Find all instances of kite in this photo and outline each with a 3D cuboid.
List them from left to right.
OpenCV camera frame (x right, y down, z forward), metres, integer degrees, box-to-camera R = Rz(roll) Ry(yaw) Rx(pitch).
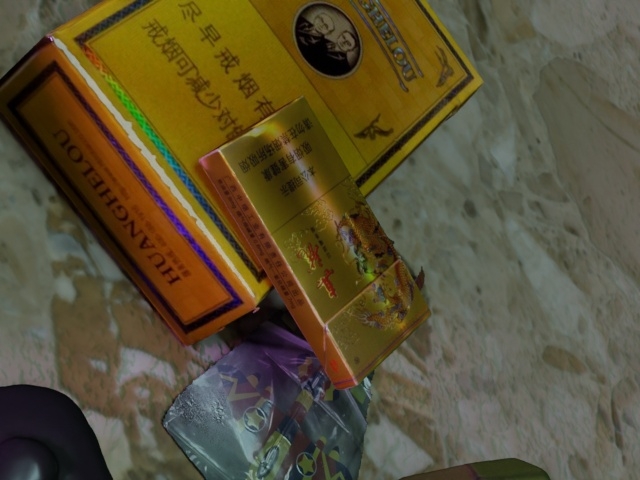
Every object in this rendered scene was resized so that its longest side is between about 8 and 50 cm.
[{"bbox_3d":[0.001,0.079,0.820,0.141,0.015,0.245,45,48,-16],"label":"kite"}]

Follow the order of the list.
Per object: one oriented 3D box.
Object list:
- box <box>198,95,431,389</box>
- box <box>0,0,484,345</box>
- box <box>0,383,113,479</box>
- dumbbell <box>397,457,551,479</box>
[{"bbox_3d":[0.000,0.000,0.740,0.089,0.022,0.156,-36,99,-44],"label":"box"},{"bbox_3d":[-0.037,-0.099,0.828,0.193,0.084,0.301,54,46,-9],"label":"box"},{"bbox_3d":[-0.189,0.215,0.505,0.290,0.073,0.289,-13,69,-28],"label":"box"},{"bbox_3d":[0.106,0.282,0.740,0.108,0.121,0.301,-6,70,-11],"label":"dumbbell"}]
